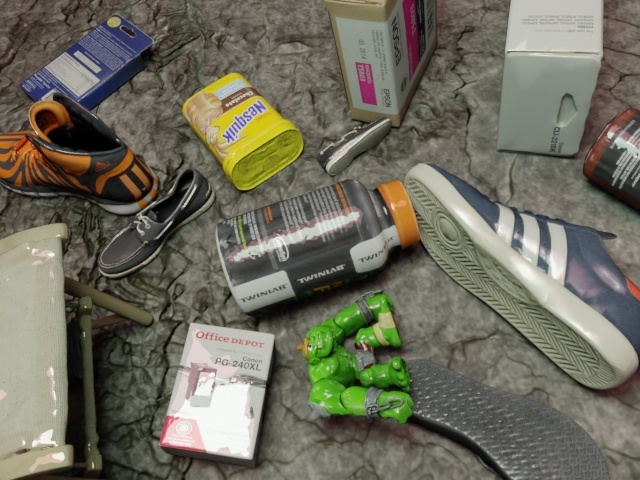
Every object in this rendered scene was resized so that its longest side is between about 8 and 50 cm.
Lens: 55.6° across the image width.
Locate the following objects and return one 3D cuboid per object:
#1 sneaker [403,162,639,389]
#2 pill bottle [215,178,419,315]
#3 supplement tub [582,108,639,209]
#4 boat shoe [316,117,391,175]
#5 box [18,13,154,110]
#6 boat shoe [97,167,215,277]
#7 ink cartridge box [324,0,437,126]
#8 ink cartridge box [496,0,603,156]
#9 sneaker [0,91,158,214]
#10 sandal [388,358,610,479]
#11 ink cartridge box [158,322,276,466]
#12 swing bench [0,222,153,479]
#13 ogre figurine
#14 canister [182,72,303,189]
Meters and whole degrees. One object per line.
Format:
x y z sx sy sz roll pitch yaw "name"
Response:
0.256 0.010 0.739 0.148 0.131 0.350 -35 65 -18 "sneaker"
0.000 0.000 0.781 0.245 0.130 0.131 -19 59 1 "pill bottle"
0.440 -0.075 0.754 0.106 0.106 0.198 -42 62 -14 "supplement tub"
0.051 -0.148 0.909 0.125 0.046 0.038 -40 65 -3 "boat shoe"
-0.415 -0.310 1.096 0.225 0.037 0.136 -44 62 -13 "box"
-0.248 -0.031 0.886 0.206 0.065 0.075 -41 61 -13 "boat shoe"
0.100 -0.315 0.883 0.088 0.235 0.193 16 65 20 "ink cartridge box"
0.317 -0.283 0.844 0.114 0.197 0.273 5 61 16 "ink cartridge box"
-0.408 -0.150 0.919 0.320 0.180 0.125 10 63 16 "sneaker"
0.195 0.212 0.674 0.254 0.055 0.097 27 61 34 "sandal"
-0.119 0.182 0.729 0.109 0.063 0.151 8 62 2 "ink cartridge box"
-0.297 0.163 0.673 0.165 0.255 0.254 -16 58 2 "swing bench"
0.040 0.141 0.710 0.118 0.097 0.197 -20 51 10 "ogre figurine"
-0.125 -0.174 0.941 0.126 0.073 0.170 -35 58 -10 "canister"
